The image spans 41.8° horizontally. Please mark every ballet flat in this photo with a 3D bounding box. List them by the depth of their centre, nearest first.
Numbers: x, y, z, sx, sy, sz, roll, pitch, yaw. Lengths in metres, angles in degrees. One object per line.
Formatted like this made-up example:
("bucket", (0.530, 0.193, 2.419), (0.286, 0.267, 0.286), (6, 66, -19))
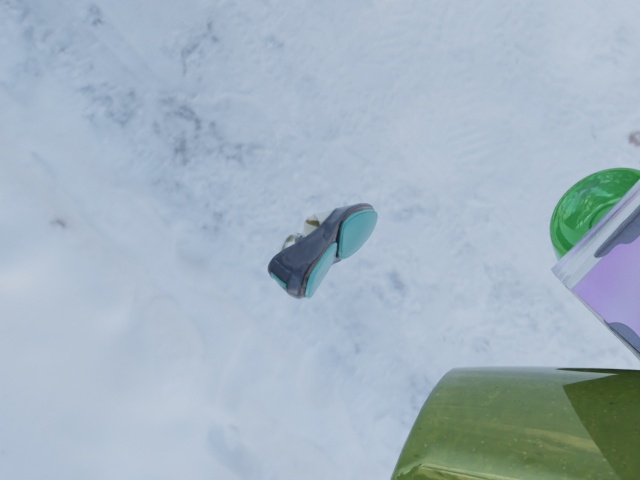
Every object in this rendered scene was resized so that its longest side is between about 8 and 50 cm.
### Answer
("ballet flat", (0.000, 0.000, 0.996), (0.074, 0.203, 0.074), (14, 122, 23))

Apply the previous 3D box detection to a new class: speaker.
("speaker", (0.345, 0.054, 0.855), (0.131, 0.131, 0.296), (-29, 131, 23))

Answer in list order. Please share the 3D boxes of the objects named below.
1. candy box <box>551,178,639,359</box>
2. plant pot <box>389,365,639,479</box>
("candy box", (0.185, -0.020, 0.366), (0.070, 0.196, 0.165), (44, 99, 11))
("plant pot", (0.184, 0.176, 0.423), (0.294, 0.275, 0.274), (19, 123, 22))
